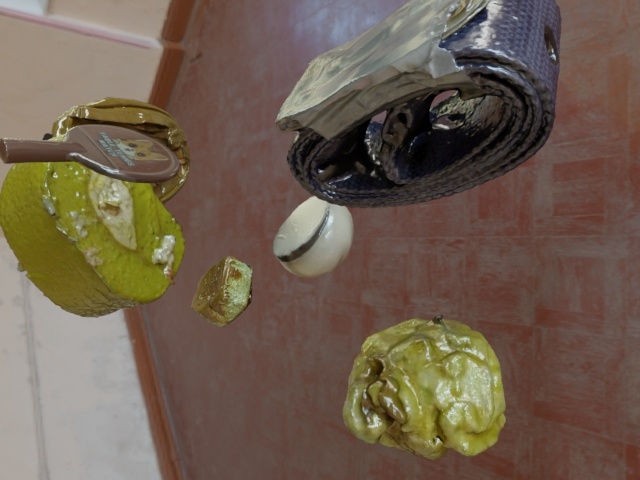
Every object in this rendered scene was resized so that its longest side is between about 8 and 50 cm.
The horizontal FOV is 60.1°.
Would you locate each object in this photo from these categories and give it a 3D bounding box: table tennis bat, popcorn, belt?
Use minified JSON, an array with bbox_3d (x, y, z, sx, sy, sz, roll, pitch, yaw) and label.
[{"bbox_3d":[-0.233,-0.043,0.549,0.107,0.170,0.119,40,119,30],"label":"table tennis bat"},{"bbox_3d":[0.137,0.194,0.763,0.233,0.266,0.192,4,95,40],"label":"popcorn"},{"bbox_3d":[0.075,-0.117,0.448,0.230,0.139,0.126,-17,45,45],"label":"belt"}]

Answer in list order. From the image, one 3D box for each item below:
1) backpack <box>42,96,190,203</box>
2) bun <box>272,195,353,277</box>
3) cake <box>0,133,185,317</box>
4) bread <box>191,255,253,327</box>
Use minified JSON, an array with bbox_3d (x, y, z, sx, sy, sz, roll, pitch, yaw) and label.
[{"bbox_3d":[-0.545,-0.214,1.526,0.201,0.378,0.353,5,103,44],"label":"backpack"},{"bbox_3d":[0.000,0.000,1.096,0.173,0.120,0.173,-38,30,27],"label":"bun"},{"bbox_3d":[-0.323,-0.017,0.788,0.156,0.260,0.179,-20,29,25],"label":"cake"},{"bbox_3d":[-0.198,0.106,1.112,0.128,0.069,0.140,-38,34,29],"label":"bread"}]
